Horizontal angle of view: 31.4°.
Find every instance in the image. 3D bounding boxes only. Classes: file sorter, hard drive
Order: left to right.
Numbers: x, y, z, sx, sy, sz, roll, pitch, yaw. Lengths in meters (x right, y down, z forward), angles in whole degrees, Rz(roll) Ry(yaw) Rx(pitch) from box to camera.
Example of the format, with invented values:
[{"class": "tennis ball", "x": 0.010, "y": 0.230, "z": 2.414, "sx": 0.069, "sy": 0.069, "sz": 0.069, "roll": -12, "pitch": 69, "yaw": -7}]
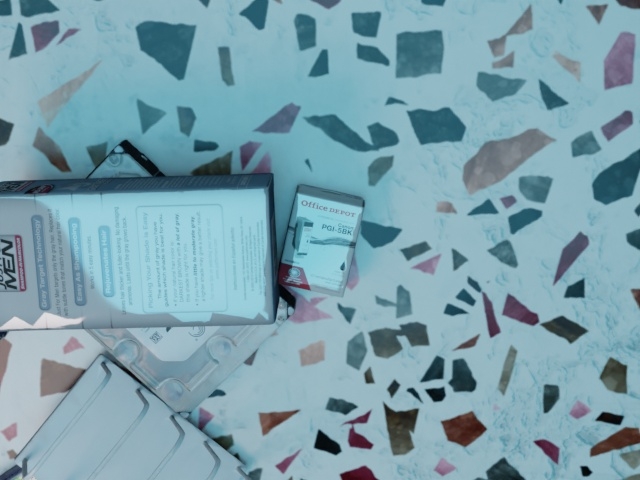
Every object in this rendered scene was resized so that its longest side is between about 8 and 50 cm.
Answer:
[{"class": "file sorter", "x": -0.251, "y": 0.324, "z": 1.573, "sx": 0.278, "sy": 0.173, "sz": 0.193, "roll": 40, "pitch": 81, "yaw": -12}, {"class": "hard drive", "x": -0.233, "y": 0.058, "z": 1.601, "sx": 0.237, "sy": 0.064, "sz": 0.339, "roll": -44, "pitch": 100, "yaw": 11}]

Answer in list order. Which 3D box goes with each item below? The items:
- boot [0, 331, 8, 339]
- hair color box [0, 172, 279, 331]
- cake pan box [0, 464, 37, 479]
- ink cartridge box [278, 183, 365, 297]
[{"class": "boot", "x": -0.532, "y": 0.165, "z": 1.622, "sx": 0.190, "sy": 0.086, "sz": 0.069, "roll": -37, "pitch": 100, "yaw": 9}, {"class": "hair color box", "x": -0.247, "y": 0.014, "z": 1.500, "sx": 0.375, "sy": 0.113, "sz": 0.185, "roll": -2, "pitch": 104, "yaw": 1}, {"class": "cake pan box", "x": -0.398, "y": 0.448, "z": 1.699, "sx": 0.267, "sy": 0.070, "sz": 0.245, "roll": -33, "pitch": 103, "yaw": 8}, {"class": "ink cartridge box", "x": 0.000, "y": 0.000, "z": 1.582, "sx": 0.099, "sy": 0.056, "sz": 0.135, "roll": 12, "pitch": 104, "yaw": -1}]
